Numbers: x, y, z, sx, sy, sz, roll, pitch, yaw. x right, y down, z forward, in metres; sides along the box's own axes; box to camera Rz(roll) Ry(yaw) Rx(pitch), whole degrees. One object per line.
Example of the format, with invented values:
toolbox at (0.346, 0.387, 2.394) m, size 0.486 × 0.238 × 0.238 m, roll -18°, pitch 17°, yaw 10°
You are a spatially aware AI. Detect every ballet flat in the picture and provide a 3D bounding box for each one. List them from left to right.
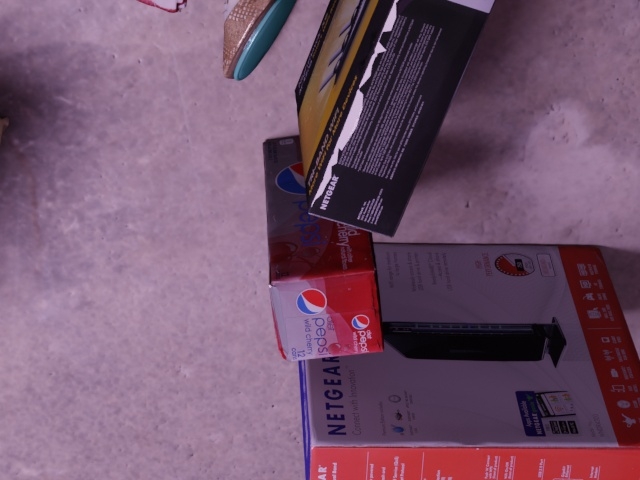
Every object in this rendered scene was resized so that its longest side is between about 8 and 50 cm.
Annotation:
ballet flat at (-0.042, -0.237, 1.609) m, size 0.067 × 0.073 × 0.206 m, roll 39°, pitch 110°, yaw 7°

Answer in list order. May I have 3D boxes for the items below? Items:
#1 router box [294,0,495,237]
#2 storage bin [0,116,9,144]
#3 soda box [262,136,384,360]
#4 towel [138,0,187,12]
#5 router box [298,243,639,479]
router box at (0.070, -0.195, 1.528) m, size 0.081 × 0.243 × 0.309 m, roll 16°, pitch 116°, yaw -12°
storage bin at (-0.396, 0.012, 1.605) m, size 0.123 × 0.262 × 0.260 m, roll 30°, pitch 113°, yaw -21°
soda box at (0.000, 0.000, 1.620) m, size 0.092 × 0.263 × 0.083 m, roll -7°, pitch 121°, yaw 1°
towel at (-0.186, -0.363, 1.479) m, size 0.237 × 0.037 × 0.329 m, roll 22°, pitch 123°, yaw 11°
router box at (0.131, 0.121, 1.655) m, size 0.301 × 0.335 × 0.082 m, roll 1°, pitch 120°, yaw -4°
